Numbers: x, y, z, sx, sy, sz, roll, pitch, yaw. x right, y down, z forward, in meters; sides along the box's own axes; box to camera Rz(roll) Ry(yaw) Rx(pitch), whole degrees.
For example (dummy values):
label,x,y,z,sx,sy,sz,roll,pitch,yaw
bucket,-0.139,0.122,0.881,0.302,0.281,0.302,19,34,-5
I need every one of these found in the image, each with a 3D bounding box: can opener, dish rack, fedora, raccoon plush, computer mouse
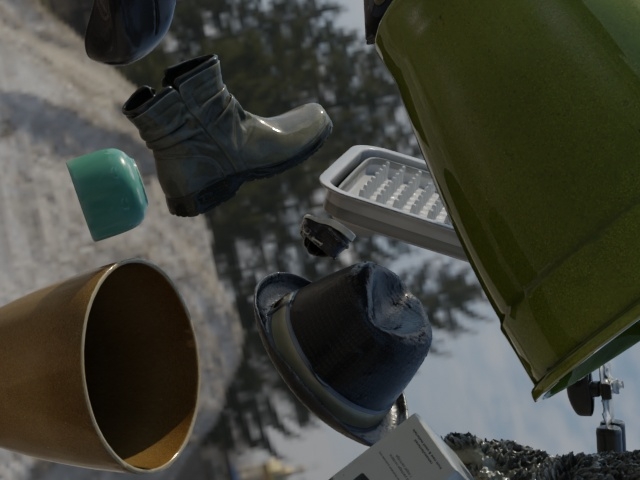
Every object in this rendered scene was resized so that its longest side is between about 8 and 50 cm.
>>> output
label,x,y,z,sx,sy,sz,roll,pitch,yaw
can opener,0.496,0.342,2.487,0.074,0.093,0.280,-24,106,-64
dish rack,0.170,-0.034,1.955,0.285,0.333,0.072,-49,155,-68
fedora,0.059,0.129,1.956,0.334,0.152,0.334,42,20,-20
raccoon plush,0.368,0.282,1.740,0.299,0.446,0.216,51,-12,42
computer mouse,-0.232,-0.302,1.765,0.072,0.188,0.272,39,-31,12

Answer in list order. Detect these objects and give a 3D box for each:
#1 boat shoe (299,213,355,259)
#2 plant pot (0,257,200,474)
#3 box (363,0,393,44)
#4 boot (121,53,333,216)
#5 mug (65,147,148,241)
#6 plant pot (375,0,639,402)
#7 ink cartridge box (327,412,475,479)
label,x,y,z,sx,sy,sz,roll,pitch,yaw
boat shoe,0.000,0.000,1.547,0.046,0.038,0.125,39,-10,-19
plant pot,-0.304,0.149,1.597,0.237,0.254,0.237,-6,90,-65
box,0.109,-0.317,1.571,0.147,0.078,0.180,177,-89,-68
boot,-0.101,-0.146,1.640,0.083,0.246,0.161,17,-48,53
mug,-0.320,-0.083,2.128,0.129,0.097,0.157,85,-16,-58
plant pot,0.238,-0.107,1.236,0.353,0.366,0.366,56,-13,13
ink cartridge box,0.066,0.303,1.552,0.087,0.208,0.153,54,3,32
